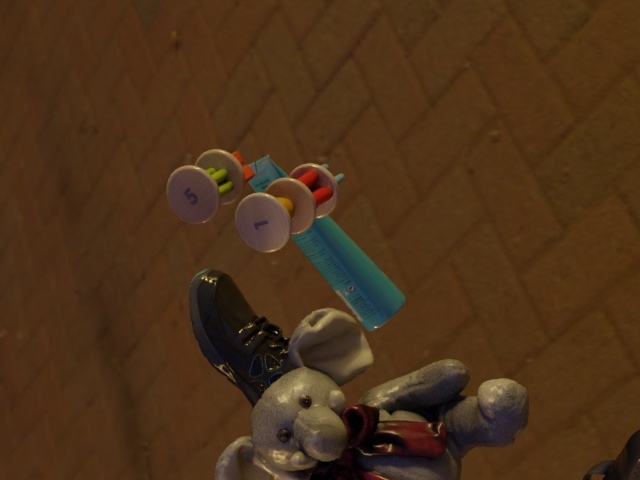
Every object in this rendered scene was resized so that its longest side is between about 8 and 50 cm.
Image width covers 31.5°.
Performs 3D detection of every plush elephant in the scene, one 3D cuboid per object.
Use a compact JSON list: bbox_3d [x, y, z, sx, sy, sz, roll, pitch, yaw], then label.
[{"bbox_3d":[0.037,0.233,1.310,0.330,0.255,0.271,15,83,66],"label":"plush elephant"}]

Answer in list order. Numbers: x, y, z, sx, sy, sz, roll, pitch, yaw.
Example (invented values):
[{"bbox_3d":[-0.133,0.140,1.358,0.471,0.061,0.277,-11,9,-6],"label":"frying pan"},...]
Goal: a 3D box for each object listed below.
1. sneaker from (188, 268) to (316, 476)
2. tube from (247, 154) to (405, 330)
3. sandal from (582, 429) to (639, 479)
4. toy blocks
[{"bbox_3d":[-0.060,0.176,1.611,0.140,0.125,0.341,-32,88,24],"label":"sneaker"},{"bbox_3d":[0.000,0.000,1.136,0.207,0.052,0.080,48,153,-11],"label":"tube"},{"bbox_3d":[0.304,0.234,1.105,0.254,0.097,0.054,110,158,-50],"label":"sandal"},{"bbox_3d":[-0.050,-0.049,1.022,0.123,0.148,0.054,22,116,17],"label":"toy blocks"}]
